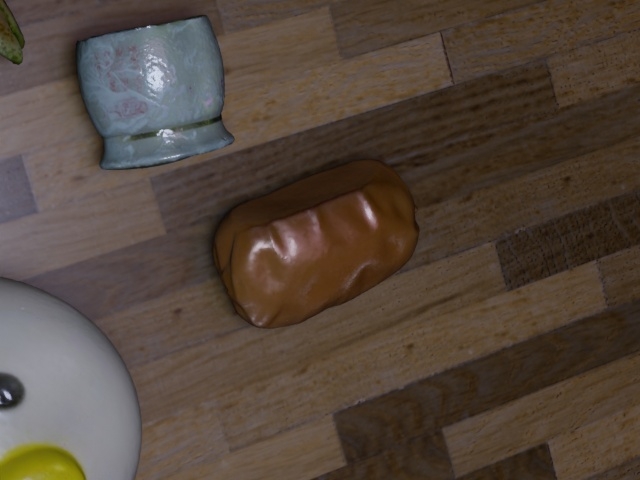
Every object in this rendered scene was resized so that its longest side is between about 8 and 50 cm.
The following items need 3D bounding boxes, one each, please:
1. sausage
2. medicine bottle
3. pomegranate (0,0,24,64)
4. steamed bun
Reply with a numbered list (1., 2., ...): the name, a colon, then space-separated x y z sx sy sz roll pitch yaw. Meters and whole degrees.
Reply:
1. sausage: 0.000 0.000 1.653 0.241 0.120 0.136 -27 116 -19
2. medicine bottle: -0.167 -0.148 1.566 0.147 0.147 0.143 -15 101 -20
3. pomegranate: -0.366 -0.299 1.464 0.236 0.236 0.302 -35 135 -17
4. steamed bun: -0.343 0.211 1.427 0.334 0.334 0.374 42 72 -18
